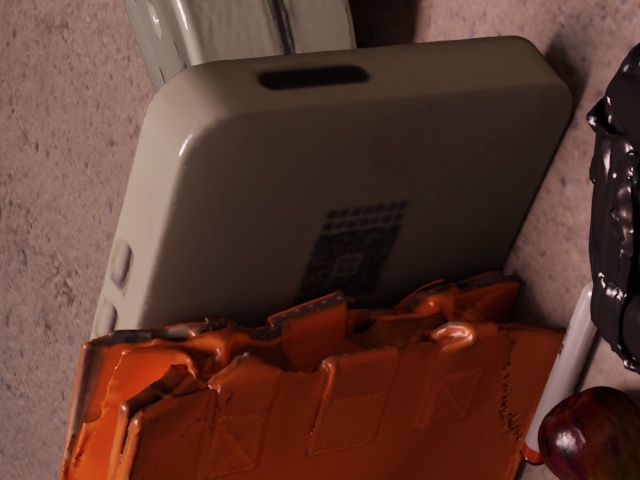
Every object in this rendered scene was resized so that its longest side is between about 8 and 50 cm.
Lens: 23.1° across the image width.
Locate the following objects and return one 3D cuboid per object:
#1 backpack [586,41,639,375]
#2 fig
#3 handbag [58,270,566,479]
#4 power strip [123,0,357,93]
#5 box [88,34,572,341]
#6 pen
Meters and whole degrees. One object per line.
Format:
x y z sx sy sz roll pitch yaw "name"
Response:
0.261 -0.013 1.097 0.206 0.133 0.258 -129 35 -49 "backpack"
0.230 0.180 1.247 0.125 0.089 0.089 57 151 -5 "fig"
-0.015 0.178 1.329 0.116 0.410 0.303 53 140 42 "handbag"
-0.094 -0.242 1.556 0.357 0.161 0.357 160 90 -78 "power strip"
0.000 0.000 1.311 0.090 0.367 0.373 58 142 36 "box"
0.208 0.102 1.309 0.026 0.026 0.218 53 140 43 "pen"
